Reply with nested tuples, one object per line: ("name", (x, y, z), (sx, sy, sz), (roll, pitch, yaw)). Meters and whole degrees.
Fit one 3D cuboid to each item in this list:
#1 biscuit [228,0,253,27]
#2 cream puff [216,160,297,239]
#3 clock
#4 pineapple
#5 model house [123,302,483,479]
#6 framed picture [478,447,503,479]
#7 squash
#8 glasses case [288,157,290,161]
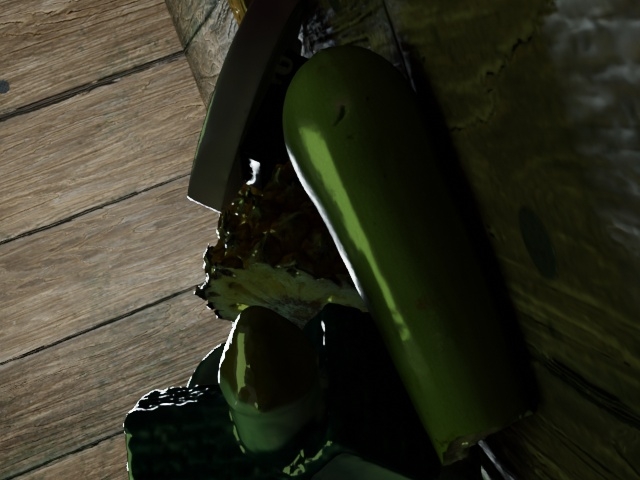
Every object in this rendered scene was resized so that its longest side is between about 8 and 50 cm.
("biscuit", (-0.082, -0.246, 1.059), (0.118, 0.023, 0.140), (-126, 15, -63))
("cream puff", (-0.034, 0.001, 0.918), (0.165, 0.115, 0.150), (26, 116, 51))
("clock", (-0.048, -0.100, 0.800), (0.198, 0.064, 0.172), (102, -170, -78))
("pineapple", (-0.003, -0.002, 0.776), (0.176, 0.162, 0.136), (120, 165, -65))
("model house", (-0.014, 0.113, 0.652), (0.291, 0.253, 0.184), (83, -175, -51))
("framed picture", (0.168, 0.303, 0.796), (0.231, 0.018, 0.293), (-126, 15, -65))
("squash", (0.051, 0.007, 0.561), (0.083, 0.083, 0.250), (-168, 54, -82))
("glasses case", (-0.069, -0.087, 1.345), (0.075, 0.049, 0.218), (61, 173, 6))
